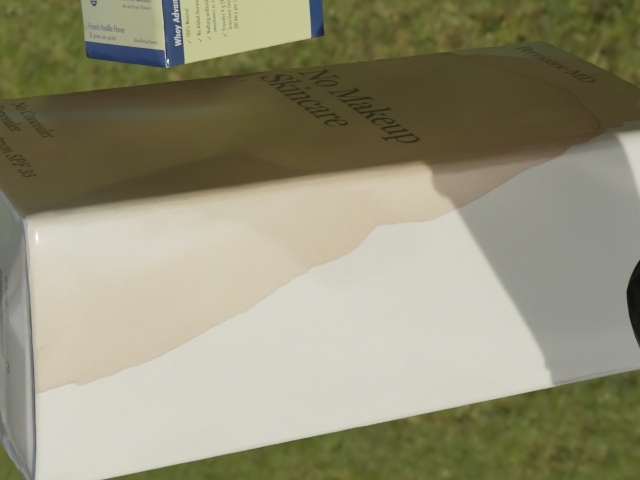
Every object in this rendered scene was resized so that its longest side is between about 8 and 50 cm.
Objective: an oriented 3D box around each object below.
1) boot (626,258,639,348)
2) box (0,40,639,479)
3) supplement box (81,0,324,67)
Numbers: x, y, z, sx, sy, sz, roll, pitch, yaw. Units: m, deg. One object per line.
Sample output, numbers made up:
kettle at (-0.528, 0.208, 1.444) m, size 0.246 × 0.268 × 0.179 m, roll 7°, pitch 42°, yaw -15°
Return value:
boot at (0.193, 0.110, 0.556) m, size 0.236 × 0.085 × 0.179 m, roll 43°, pitch 164°, yaw 37°
box at (0.000, 0.000, 0.770) m, size 0.148 × 0.311 × 0.121 m, roll 39°, pitch 133°, yaw 54°
supplement box at (-0.049, -0.118, 0.703) m, size 0.056 × 0.083 × 0.083 m, roll 12°, pitch 112°, yaw 47°
